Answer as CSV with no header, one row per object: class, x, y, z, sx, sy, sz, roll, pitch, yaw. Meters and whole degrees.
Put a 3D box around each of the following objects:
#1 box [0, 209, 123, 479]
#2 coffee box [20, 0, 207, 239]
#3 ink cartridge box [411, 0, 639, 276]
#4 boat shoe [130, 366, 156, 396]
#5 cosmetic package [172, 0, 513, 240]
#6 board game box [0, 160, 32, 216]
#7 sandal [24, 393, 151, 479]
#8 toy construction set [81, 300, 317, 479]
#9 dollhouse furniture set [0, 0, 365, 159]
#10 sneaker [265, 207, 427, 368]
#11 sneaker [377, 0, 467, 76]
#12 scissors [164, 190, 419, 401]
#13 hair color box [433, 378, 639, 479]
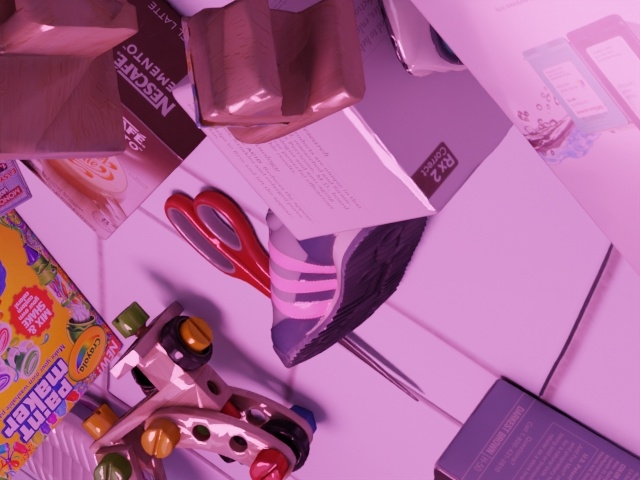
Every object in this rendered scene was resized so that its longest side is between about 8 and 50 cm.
box,-0.430,0.119,2.126,0.177,0.290,0.279,3,137,49
coffee box,-0.176,-0.110,1.653,0.141,0.098,0.246,43,154,-5
ink cartridge box,0.205,-0.142,1.001,0.270,0.198,0.197,48,152,-18
boat shoe,-0.194,0.146,2.145,0.049,0.042,0.133,32,154,11
cosmetic package,0.028,-0.110,1.333,0.151,0.151,0.183,49,151,-18
board game box,-0.342,-0.114,1.727,0.194,0.060,0.194,17,135,65
sandal,-0.287,0.259,2.390,0.416,0.102,0.169,33,141,42
toy construction set,-0.187,0.209,1.972,0.237,0.309,0.257,52,144,-13
dollhouse furniture set,-0.215,-0.235,1.166,0.256,0.362,0.394,-19,77,53
sneaker,0.000,0.000,1.621,0.131,0.112,0.319,52,154,14
sneaker,0.064,-0.236,1.167,0.107,0.110,0.275,-95,-14,-63
scissors,-0.029,0.056,1.820,0.297,0.021,0.109,44,151,-11
hair color box,0.279,0.295,1.683,0.374,0.114,0.185,30,152,18
